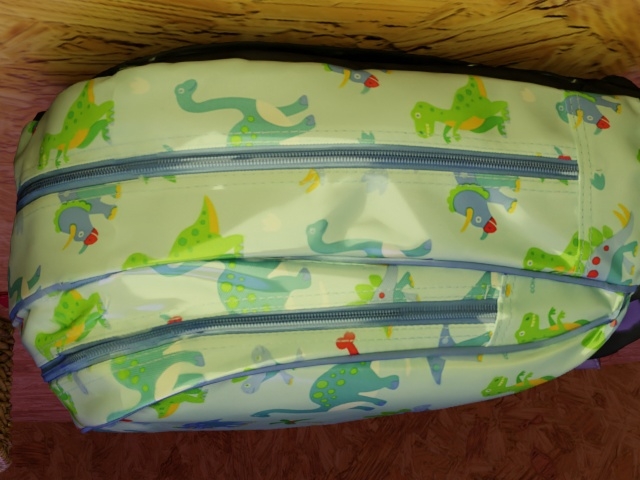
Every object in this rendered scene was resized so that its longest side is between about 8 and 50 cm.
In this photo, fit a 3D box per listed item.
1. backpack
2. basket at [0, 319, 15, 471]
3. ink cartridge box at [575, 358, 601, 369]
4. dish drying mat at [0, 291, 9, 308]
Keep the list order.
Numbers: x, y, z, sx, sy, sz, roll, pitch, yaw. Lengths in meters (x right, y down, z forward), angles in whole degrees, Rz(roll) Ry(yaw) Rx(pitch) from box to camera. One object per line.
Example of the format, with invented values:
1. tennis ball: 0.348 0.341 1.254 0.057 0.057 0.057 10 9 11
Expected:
1. backpack: 0.000 0.000 0.621 0.355 0.274 0.290 17 167 -22
2. basket: -0.597 0.218 1.465 0.299 0.223 0.213 -3 167 10
3. ink cartridge box: 0.145 0.081 1.176 0.307 0.129 0.223 -6 166 16
4. dish drying mat: -0.399 0.077 1.351 0.032 0.008 0.083 -1 167 1
